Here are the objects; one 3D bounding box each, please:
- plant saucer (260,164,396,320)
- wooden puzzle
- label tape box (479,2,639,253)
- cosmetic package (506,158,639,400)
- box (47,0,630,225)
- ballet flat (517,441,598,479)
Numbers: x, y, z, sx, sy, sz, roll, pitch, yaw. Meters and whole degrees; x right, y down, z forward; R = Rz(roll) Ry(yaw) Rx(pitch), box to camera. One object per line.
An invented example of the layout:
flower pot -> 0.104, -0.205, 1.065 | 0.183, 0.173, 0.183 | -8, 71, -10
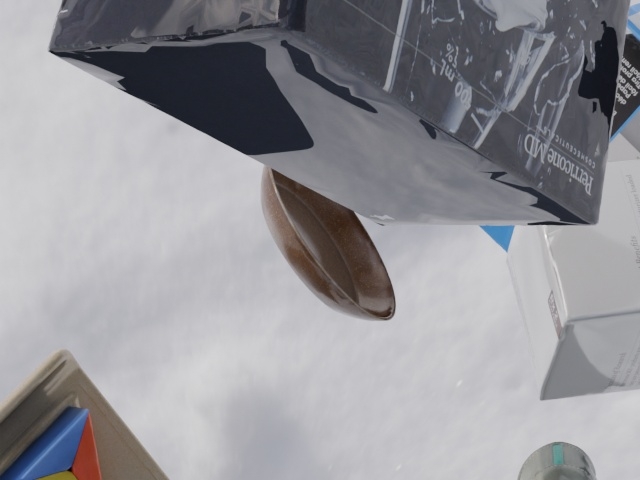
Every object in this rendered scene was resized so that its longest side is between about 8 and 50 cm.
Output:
plant saucer -> 0.000, 0.000, 1.509 | 0.036, 0.198, 0.199 | -35, 78, 16
wooden puzzle -> -0.262, 0.335, 1.597 | 0.322, 0.080, 0.348 | -47, 118, -28
label tape box -> 0.321, -0.047, 1.722 | 0.249, 0.348, 0.115 | 47, 34, 13
cosmetic package -> 0.270, 0.031, 1.373 | 0.183, 0.151, 0.151 | -6, 58, -5
box -> 0.042, -0.202, 0.977 | 0.179, 0.343, 0.313 | 2, 75, 38
ballet flat -> 0.164, 0.230, 1.083 | 0.072, 0.213, 0.068 | -1, 30, 3
